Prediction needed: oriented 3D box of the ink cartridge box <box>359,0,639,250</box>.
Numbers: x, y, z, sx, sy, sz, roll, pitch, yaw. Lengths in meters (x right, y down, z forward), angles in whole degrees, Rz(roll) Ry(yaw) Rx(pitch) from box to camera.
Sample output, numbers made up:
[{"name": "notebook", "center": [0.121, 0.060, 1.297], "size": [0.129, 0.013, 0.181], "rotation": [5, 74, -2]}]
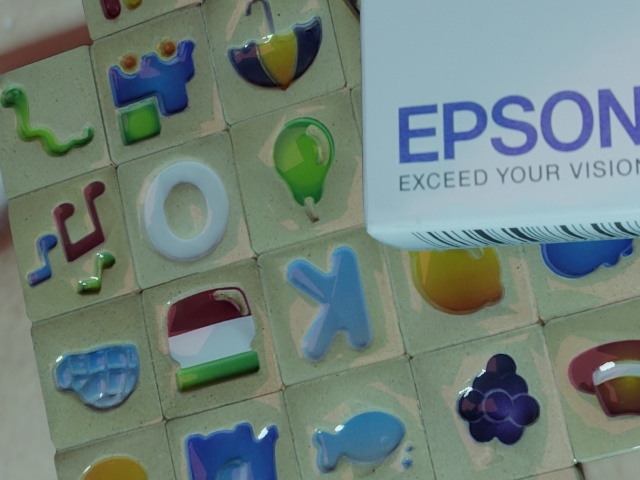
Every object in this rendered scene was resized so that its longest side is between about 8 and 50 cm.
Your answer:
[{"name": "ink cartridge box", "center": [0.171, -0.169, 0.705], "size": [0.324, 0.071, 0.330], "rotation": [-4, 84, 22]}]

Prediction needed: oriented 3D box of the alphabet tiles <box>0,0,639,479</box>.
[{"name": "alphabet tiles", "center": [0.000, 0.000, 0.803], "size": [0.285, 0.011, 0.343], "rotation": [-17, 78, 21]}]
